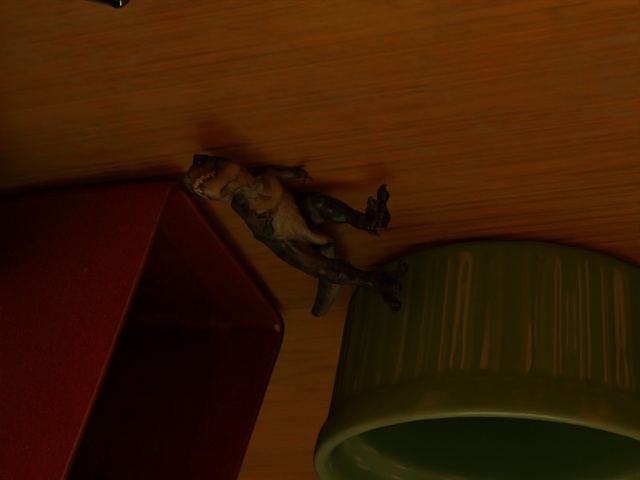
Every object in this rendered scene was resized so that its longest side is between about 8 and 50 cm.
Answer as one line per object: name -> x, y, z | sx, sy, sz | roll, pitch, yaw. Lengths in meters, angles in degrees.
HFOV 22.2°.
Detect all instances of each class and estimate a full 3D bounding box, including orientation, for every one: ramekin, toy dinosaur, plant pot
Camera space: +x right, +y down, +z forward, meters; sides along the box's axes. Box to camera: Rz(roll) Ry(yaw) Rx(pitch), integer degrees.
ramekin -> 0.151, 0.120, 1.275 | 0.303, 0.148, 0.303 | 5, 154, 2
toy dinosaur -> 0.000, 0.000, 1.166 | 0.118, 0.064, 0.268 | 10, 159, 27
plant pot -> -0.208, 0.111, 1.244 | 0.236, 0.267, 0.267 | 10, 157, 22

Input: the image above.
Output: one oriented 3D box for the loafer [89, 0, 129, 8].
loafer -> -0.190, -0.178, 0.816 | 0.223, 0.078, 0.076 | 16, 152, -20
